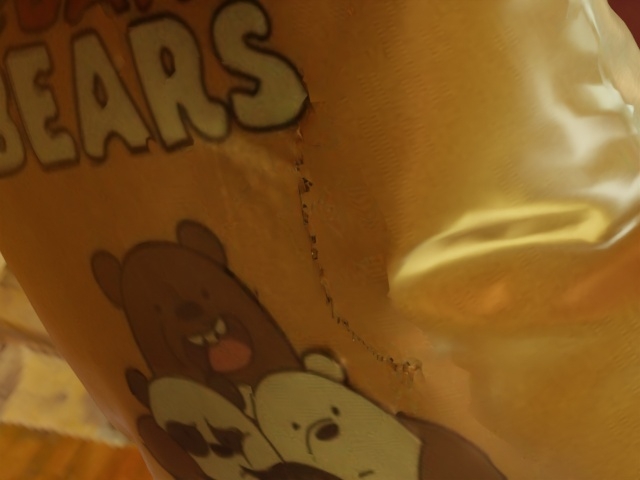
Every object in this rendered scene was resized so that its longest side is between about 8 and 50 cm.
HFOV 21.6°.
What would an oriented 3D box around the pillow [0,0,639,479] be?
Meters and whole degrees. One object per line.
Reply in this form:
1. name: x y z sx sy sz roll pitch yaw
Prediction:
1. pillow: 0.000 0.000 0.540 0.119 0.310 0.312 -41 114 -34
